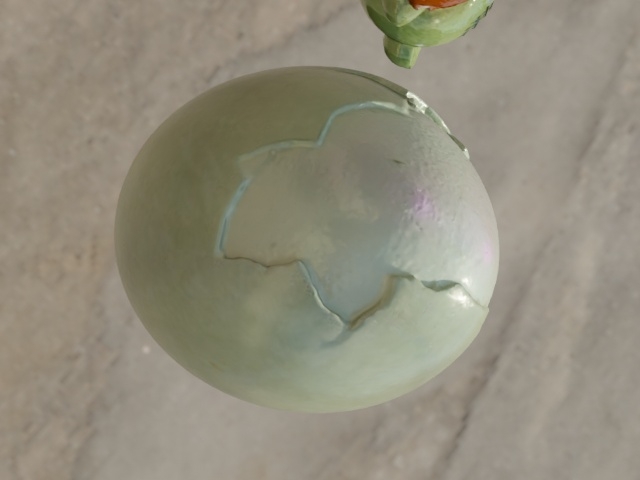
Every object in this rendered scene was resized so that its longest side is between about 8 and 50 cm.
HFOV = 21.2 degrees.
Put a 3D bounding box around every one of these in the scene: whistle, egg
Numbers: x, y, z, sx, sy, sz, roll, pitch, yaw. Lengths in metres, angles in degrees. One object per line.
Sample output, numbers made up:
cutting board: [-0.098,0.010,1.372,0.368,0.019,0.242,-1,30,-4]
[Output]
whistle: [0.073,-0.205,1.122,0.288,0.106,0.131,77,33,-78]
egg: [0.000,0.000,1.362,0.278,0.336,0.278,-9,103,-44]
